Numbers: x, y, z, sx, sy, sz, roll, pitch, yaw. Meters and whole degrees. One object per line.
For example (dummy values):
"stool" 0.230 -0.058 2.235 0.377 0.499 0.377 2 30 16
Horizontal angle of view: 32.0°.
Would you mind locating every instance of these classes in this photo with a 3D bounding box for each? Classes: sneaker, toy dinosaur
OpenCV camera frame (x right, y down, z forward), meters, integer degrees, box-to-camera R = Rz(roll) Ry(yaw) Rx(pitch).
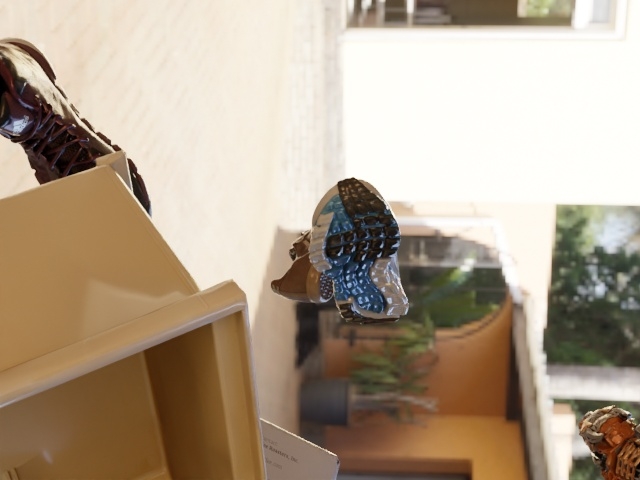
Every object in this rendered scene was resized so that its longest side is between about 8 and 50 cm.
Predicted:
"sneaker" 0.000 0.000 1.317 0.188 0.071 0.066 -59 143 -47
"sneaker" 0.028 -0.006 0.894 0.190 0.071 0.082 77 6 -60
"sneaker" -0.309 -0.105 1.247 0.281 0.106 0.162 51 8 -2
"toy dinosaur" 0.384 0.300 1.127 0.322 0.164 0.218 -109 178 -52

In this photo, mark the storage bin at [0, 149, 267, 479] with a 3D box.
"storage bin" -0.165 0.129 0.479 0.123 0.262 0.260 48 -28 42

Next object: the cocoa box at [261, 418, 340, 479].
"cocoa box" -0.198 0.274 1.170 0.228 0.347 0.231 -15 -128 48
